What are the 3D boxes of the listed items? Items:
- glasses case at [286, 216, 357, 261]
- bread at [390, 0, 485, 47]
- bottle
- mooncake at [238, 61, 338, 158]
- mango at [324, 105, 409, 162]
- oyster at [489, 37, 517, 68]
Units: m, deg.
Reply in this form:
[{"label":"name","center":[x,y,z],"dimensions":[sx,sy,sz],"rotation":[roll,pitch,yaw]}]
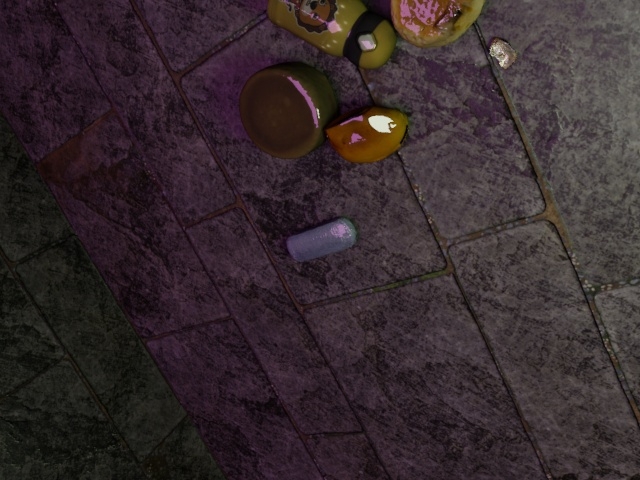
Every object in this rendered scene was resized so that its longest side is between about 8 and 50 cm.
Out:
[{"label":"glasses case","center":[0.000,0.000,1.912],"dimensions":[0.282,0.067,0.109],"rotation":[-20,107,35]},{"label":"bread","center":[0.293,-0.603,1.379],"dimensions":[0.244,0.134,0.244],"rotation":[14,124,22]},{"label":"bottle","center":[0.043,-0.591,1.507],"dimensions":[0.351,0.171,0.171],"rotation":[32,127,11]},{"label":"mooncake","center":[-0.092,-0.397,1.698],"dimensions":[0.284,0.155,0.284],"rotation":[12,120,22]},{"label":"mango","center":[0.142,-0.311,1.624],"dimensions":[0.236,0.136,0.166],"rotation":[-17,120,31]},{"label":"oyster","center":[0.462,-0.479,1.416],"dimensions":[0.083,0.019,0.054],"rotation":[50,130,-4]}]
